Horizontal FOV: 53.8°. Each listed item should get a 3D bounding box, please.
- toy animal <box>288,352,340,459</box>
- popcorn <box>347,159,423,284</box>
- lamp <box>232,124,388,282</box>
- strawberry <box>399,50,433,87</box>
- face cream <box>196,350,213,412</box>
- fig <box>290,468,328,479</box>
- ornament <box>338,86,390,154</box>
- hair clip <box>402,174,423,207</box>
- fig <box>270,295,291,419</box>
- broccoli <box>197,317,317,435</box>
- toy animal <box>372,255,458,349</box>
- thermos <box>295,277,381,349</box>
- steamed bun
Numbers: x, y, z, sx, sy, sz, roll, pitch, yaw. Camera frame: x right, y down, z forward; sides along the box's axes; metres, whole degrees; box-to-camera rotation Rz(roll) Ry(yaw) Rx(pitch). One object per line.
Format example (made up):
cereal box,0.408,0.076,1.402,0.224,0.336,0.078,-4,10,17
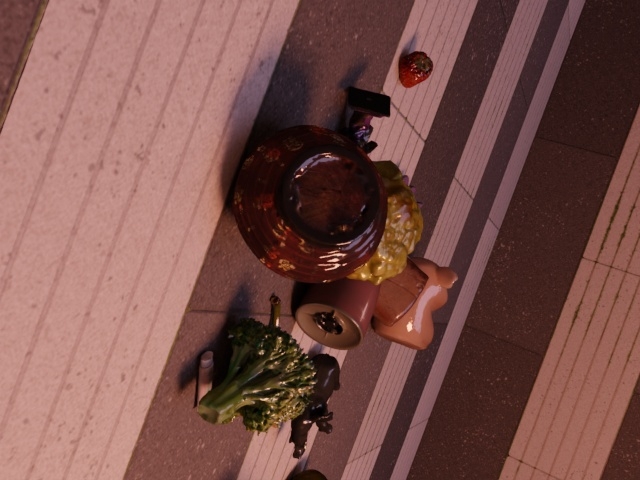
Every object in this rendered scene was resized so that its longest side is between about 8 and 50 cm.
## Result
toy animal,-0.021,0.365,1.426,0.146,0.115,0.245,85,12,-56
popcorn,0.082,-0.037,1.148,0.235,0.181,0.216,-10,108,-48
lamp,-0.013,-0.054,0.954,0.247,0.247,0.247,-46,147,-42
strawberry,0.198,-0.364,1.354,0.073,0.073,0.083,-54,-172,-30
face cream,-0.191,0.235,1.047,0.038,0.020,0.115,-41,145,-54
fig,-0.059,0.659,1.584,0.185,0.133,0.126,-14,150,-16
ornament,0.070,-0.191,1.211,0.081,0.088,0.203,-80,-177,-45
hair clip,0.176,-0.094,1.495,0.137,0.090,0.278,-68,161,3
fig,-0.087,0.222,1.192,0.124,0.124,0.236,0,86,-65
broccoli,-0.125,0.239,1.040,0.194,0.194,0.219,-38,171,-50
toy animal,0.259,0.175,1.750,0.213,0.195,0.256,22,86,-74
thermos,0.060,0.073,1.322,0.265,0.146,0.176,-63,145,-37
steamed bun,0.176,0.117,1.581,0.175,0.145,0.106,-48,169,-17
